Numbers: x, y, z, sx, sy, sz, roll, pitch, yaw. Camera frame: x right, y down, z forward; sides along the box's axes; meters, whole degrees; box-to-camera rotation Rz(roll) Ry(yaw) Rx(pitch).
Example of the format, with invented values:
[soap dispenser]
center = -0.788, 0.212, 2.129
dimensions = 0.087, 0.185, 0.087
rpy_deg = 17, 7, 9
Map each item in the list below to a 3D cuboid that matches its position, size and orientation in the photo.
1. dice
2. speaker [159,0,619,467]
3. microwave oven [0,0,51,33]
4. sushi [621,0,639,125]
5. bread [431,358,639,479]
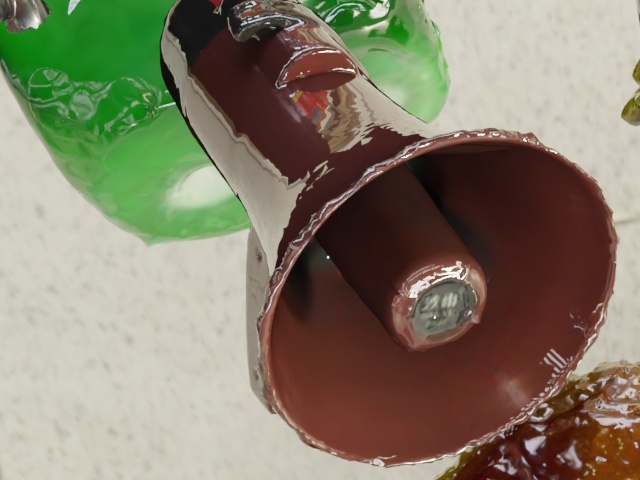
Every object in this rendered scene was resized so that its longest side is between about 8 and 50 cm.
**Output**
[dice]
center = -0.081, -0.188, 1.460
dimensions = 0.300, 0.287, 0.297
rpy_deg = -26, 65, 6
[speaker]
center = 0.022, -0.006, 1.092
dimensions = 0.198, 0.259, 0.329
rpy_deg = -31, 32, -5
[microwave oven]
center = -0.254, -0.224, 1.158
dimensions = 0.247, 0.178, 0.188
rpy_deg = 0, 33, 35
[sushi]
center = 0.250, -0.107, 1.077
dimensions = 0.172, 0.153, 0.150
rpy_deg = -41, 69, 7
[bread]
center = 0.075, 0.224, 1.090
dimensions = 0.380, 0.109, 0.185
rpy_deg = -35, 62, 0
